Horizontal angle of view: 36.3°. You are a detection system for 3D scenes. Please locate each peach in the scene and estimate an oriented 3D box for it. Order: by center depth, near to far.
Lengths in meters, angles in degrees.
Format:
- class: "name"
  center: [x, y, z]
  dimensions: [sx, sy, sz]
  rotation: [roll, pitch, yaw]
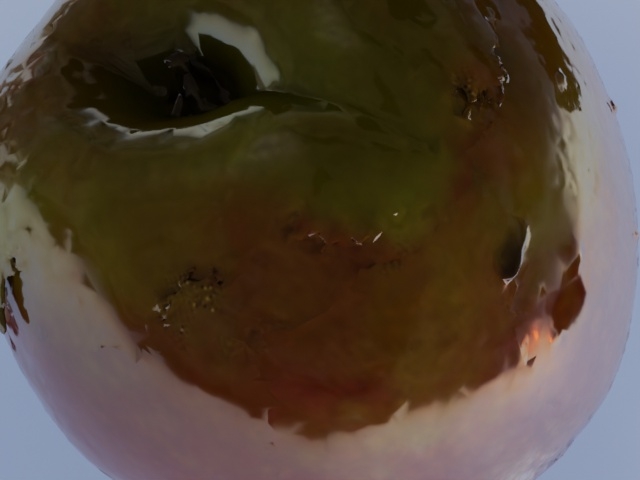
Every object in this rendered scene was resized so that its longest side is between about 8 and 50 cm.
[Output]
- class: "peach"
  center: [0.000, 0.000, 0.549]
  dimensions: [0.370, 0.370, 0.369]
  rotation: [4, -117, -7]
